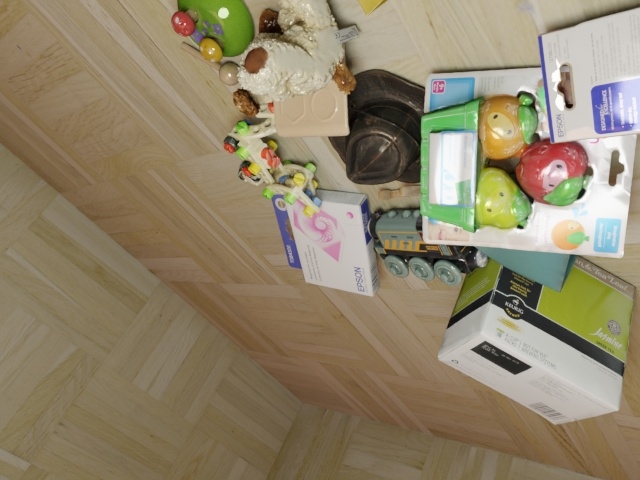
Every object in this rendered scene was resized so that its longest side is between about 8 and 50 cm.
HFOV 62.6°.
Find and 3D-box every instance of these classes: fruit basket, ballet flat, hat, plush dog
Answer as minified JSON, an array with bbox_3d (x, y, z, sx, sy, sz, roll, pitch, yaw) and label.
[{"bbox_3d":[0.351,-0.135,0.930,0.352,0.165,0.327,8,108,31],"label":"fruit basket"},{"bbox_3d":[-0.154,-0.176,1.502,0.188,0.070,0.070,15,148,23],"label":"ballet flat"},{"bbox_3d":[0.128,-0.197,1.152,0.331,0.134,0.331,21,150,13],"label":"hat"},{"bbox_3d":[-0.069,-0.345,1.014,0.225,0.263,0.210,4,158,48],"label":"plush dog"}]

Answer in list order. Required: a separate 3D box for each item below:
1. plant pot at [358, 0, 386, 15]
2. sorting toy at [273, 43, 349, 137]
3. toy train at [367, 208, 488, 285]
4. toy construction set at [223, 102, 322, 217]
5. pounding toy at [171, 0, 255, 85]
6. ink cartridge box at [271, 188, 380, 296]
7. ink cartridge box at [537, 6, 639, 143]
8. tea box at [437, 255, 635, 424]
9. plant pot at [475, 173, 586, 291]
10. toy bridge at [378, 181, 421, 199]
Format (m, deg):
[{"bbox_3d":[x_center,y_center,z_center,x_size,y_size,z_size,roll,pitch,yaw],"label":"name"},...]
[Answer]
[{"bbox_3d":[0.094,-0.439,0.862,0.083,0.081,0.081,49,147,-10],"label":"plant pot"},{"bbox_3d":[-0.023,-0.325,1.113,0.192,0.038,0.209,6,111,35],"label":"sorting toy"},{"bbox_3d":[0.261,-0.001,1.332,0.333,0.142,0.190,5,131,53],"label":"toy train"},{"bbox_3d":[-0.114,-0.210,1.324,0.215,0.151,0.328,26,149,31],"label":"toy construction set"},{"bbox_3d":[-0.250,-0.435,1.135,0.182,0.110,0.237,30,151,0],"label":"pounding toy"},{"bbox_3d":[0.000,0.000,1.548,0.329,0.071,0.324,8,130,27],"label":"ink cartridge box"},{"bbox_3d":[0.509,-0.248,0.732,0.370,0.069,0.176,-1,110,40],"label":"ink cartridge box"},{"bbox_3d":[0.504,0.193,1.232,0.328,0.324,0.220,30,150,1],"label":"tea box"},{"bbox_3d":[0.428,-0.036,1.114,0.234,0.166,0.166,22,151,29],"label":"plant pot"},{"bbox_3d":[0.218,-0.119,1.265,0.063,0.026,0.188,-5,180,-30],"label":"toy bridge"}]
